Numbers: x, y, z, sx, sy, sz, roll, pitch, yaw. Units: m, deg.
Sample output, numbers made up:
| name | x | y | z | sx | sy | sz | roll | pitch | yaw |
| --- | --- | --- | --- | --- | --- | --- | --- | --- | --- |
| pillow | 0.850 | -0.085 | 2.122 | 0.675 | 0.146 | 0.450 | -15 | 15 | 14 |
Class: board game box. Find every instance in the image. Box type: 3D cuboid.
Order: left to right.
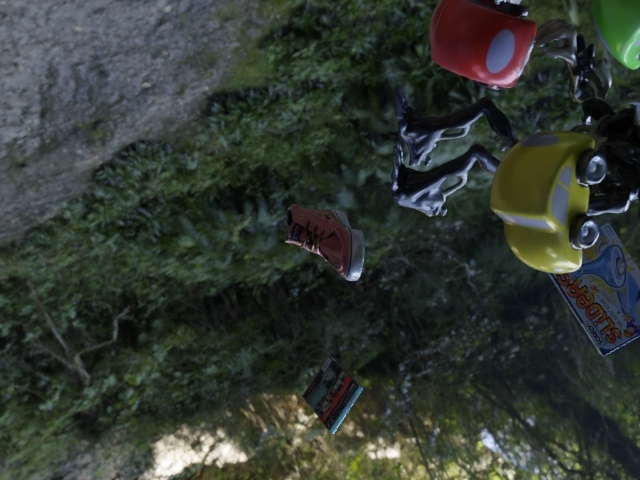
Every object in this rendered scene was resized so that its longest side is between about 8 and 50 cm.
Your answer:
| name | x | y | z | sx | sy | sz | roll | pitch | yaw |
| --- | --- | --- | --- | --- | --- | --- | --- | --- | --- |
| board game box | 0.510 | 0.087 | 1.198 | 0.136 | 0.201 | 0.035 | -33 | 176 | 8 |

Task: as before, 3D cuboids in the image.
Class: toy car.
| name | x | y | z | sx | sy | sz | roll | pitch | yaw |
| --- | --- | --- | --- | --- | --- | --- | --- | --- | --- |
| toy car | 0.157 | -0.118 | 0.414 | 0.053 | 0.239 | 0.225 | -4 | 158 | -31 |

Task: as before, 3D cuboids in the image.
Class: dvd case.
| name | x | y | z | sx | sy | sz | roll | pitch | yaw |
| --- | --- | --- | --- | --- | --- | --- | --- | --- | --- |
| dvd case | 0.018 | 0.249 | 1.090 | 0.087 | 0.013 | 0.119 | -57 | -151 | -1 |

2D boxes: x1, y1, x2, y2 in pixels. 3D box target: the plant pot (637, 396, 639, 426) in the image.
| name | x | y | z | sx | sy | sz | roll | pitch | yaw |
| --- | --- | --- | --- | --- | --- | --- | --- | --- | --- |
| plant pot | 0.597 | 0.276 | 0.989 | 0.284 | 0.191 | 0.284 | -59 | -178 | 4 |

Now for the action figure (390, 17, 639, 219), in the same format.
| name | x | y | z | sx | sy | sz | roll | pitch | yaw |
| --- | --- | --- | --- | --- | --- | --- | --- | --- | --- |
| action figure | 0.197 | -0.090 | 0.576 | 0.276 | 0.141 | 0.164 | -2 | -123 | 22 |

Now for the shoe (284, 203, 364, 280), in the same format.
| name | x | y | z | sx | sy | sz | roll | pitch | yaw |
| --- | --- | --- | --- | --- | --- | --- | --- | --- | --- |
| shoe | 0.000 | 0.000 | 0.846 | 0.081 | 0.063 | 0.178 | 7 | -162 | -12 |

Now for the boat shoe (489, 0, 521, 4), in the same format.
| name | x | y | z | sx | sy | sz | roll | pitch | yaw |
| --- | --- | --- | --- | --- | --- | --- | --- | --- | --- |
| boat shoe | 0.220 | -0.420 | 0.763 | 0.340 | 0.158 | 0.127 | -57 | 164 | -11 |
